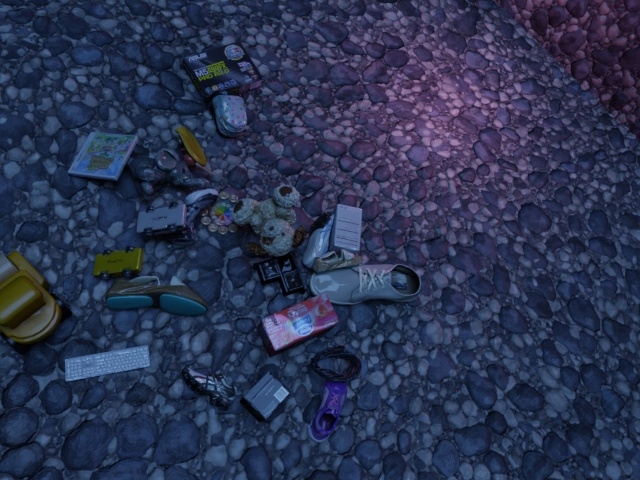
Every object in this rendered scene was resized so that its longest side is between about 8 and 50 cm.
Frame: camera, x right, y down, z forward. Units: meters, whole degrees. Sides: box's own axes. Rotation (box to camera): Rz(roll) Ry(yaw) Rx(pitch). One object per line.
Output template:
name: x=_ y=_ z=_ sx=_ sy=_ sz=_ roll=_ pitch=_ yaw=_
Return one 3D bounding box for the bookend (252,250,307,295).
bookend: x=-0.151 y=0.137 z=1.898 sx=0.157 sy=0.072 sz=0.156 roll=-15 pitch=73 yaw=-19

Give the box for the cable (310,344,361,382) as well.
cable: x=0.050 y=0.439 z=1.807 sx=0.184 sy=0.047 sz=0.151 roll=-8 pitch=41 yaw=-31

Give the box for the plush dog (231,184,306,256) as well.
plush dog: x=-0.170 y=-0.046 z=1.895 sx=0.262 sy=0.211 sz=0.226 roll=-17 pitch=65 yaw=6

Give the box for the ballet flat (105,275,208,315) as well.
ballet flat: x=-0.553 y=0.179 z=1.773 sx=0.341 sy=0.116 sz=0.124 roll=4 pitch=48 yaw=-9

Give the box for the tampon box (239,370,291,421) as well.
tampon box: x=-0.182 y=0.510 z=1.685 sx=0.101 sy=0.161 sz=0.120 roll=44 pitch=66 yaw=6

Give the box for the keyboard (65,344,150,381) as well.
keyboard: x=-0.692 y=0.398 z=1.684 sx=0.255 sy=0.014 sz=0.072 roll=-7 pitch=70 yaw=-17

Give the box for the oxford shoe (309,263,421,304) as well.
oxford shoe: x=0.181 y=0.154 z=1.947 sx=0.448 sy=0.130 sz=0.169 roll=3 pitch=69 yaw=-12

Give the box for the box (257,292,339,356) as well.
box: x=-0.080 y=0.297 z=1.819 sx=0.256 sy=0.128 sz=0.123 roll=-20 pitch=74 yaw=-22

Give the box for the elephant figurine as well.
elephant figurine: x=-0.569 y=-0.254 z=1.925 sx=0.239 sy=0.169 sz=0.186 roll=-26 pitch=114 yaw=-28

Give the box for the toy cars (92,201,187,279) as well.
toy cars: x=-0.607 y=0.010 z=1.784 sx=0.394 sy=0.087 sz=0.176 roll=-45 pitch=61 yaw=-2

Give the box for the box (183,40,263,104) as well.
box: x=-0.413 y=-0.713 z=2.193 sx=0.269 sy=0.060 sz=0.216 roll=-25 pitch=76 yaw=-22

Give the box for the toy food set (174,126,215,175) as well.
toy food set: x=-0.506 y=-0.333 z=1.989 sx=0.071 sy=0.128 sz=0.218 roll=-32 pitch=73 yaw=13

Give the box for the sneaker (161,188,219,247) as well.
sneaker: x=-0.472 y=-0.074 z=1.890 sx=0.268 sy=0.101 sz=0.153 roll=-29 pitch=79 yaw=-14

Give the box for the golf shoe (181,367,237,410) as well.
golf shoe: x=-0.368 y=0.472 z=1.712 sx=0.198 sy=0.077 sz=0.094 roll=38 pitch=50 yaw=-1

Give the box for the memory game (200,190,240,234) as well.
memory game: x=-0.373 y=-0.106 z=1.976 sx=0.186 sy=0.012 sz=0.186 roll=5 pitch=67 yaw=-13

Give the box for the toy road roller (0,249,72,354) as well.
toy road roller: x=-0.947 y=0.171 z=1.588 sx=0.329 sy=0.241 sz=0.202 roll=43 pitch=64 yaw=6

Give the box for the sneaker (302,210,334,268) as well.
sneaker: x=0.000 y=0.000 z=1.987 sx=0.086 sy=0.085 sz=0.238 roll=34 pitch=71 yaw=-40

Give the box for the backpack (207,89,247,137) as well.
backpack: x=-0.367 y=-0.512 z=2.089 sx=0.151 sy=0.115 sz=0.182 roll=-5 pitch=76 yaw=-24

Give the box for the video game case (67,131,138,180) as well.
video game case: x=-0.798 y=-0.312 z=1.900 sx=0.212 sy=0.023 sz=0.194 roll=8 pitch=64 yaw=18

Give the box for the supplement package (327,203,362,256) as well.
supplement package: x=0.094 y=-0.033 z=2.013 sx=0.105 sy=0.105 sz=0.180 roll=11 pitch=66 yaw=-12

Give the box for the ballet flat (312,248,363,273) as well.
ballet flat: x=0.068 y=0.070 z=1.923 sx=0.206 sy=0.073 sz=0.067 roll=-13 pitch=115 yaw=-24

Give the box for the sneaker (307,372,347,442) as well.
sneaker: x=0.037 y=0.563 z=1.751 sx=0.095 sy=0.105 sz=0.237 roll=24 pitch=63 yaw=-2
